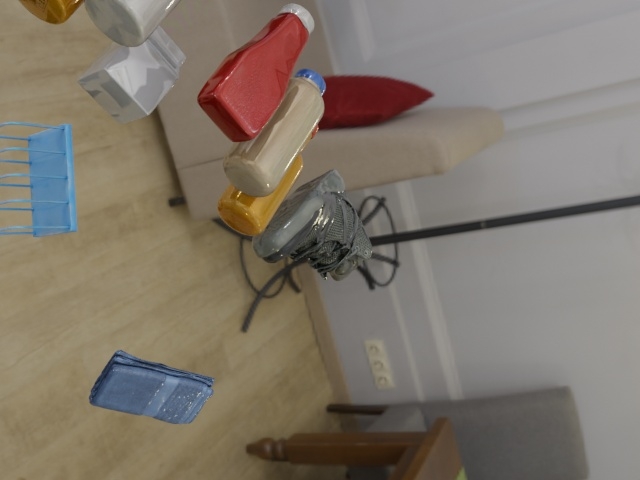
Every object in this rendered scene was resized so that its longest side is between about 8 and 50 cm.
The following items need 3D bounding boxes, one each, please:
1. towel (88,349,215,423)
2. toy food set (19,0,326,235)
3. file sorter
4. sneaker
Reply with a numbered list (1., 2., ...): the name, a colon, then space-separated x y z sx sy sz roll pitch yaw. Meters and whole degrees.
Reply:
1. towel: -0.176 0.157 0.761 0.119 0.067 0.029 23 25 -34
2. toy food set: -0.071 -0.117 0.471 0.232 0.111 0.105 48 58 -30
3. file sorter: -0.463 -0.094 1.141 0.104 0.118 0.170 -1 86 -51
4. sneaker: 0.000 0.000 0.875 0.130 0.087 0.227 59 22 -6
